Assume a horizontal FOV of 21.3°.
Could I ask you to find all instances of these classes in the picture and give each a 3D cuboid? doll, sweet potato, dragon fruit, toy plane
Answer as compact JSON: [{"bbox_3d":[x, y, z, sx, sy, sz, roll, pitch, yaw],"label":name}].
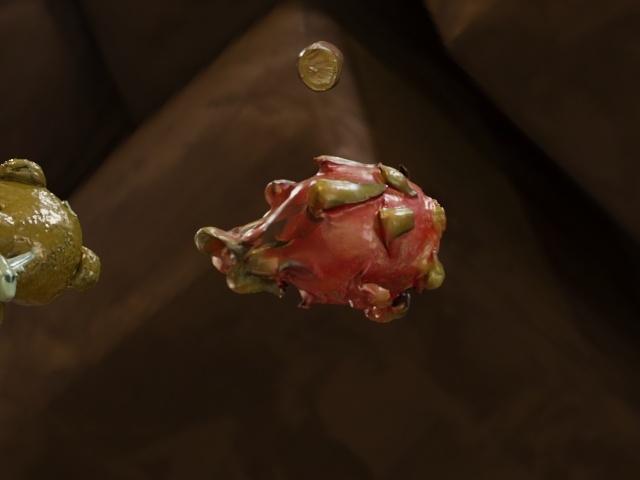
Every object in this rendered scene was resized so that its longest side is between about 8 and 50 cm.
[{"bbox_3d":[-0.282,0.025,1.298,0.209,0.137,0.097,-29,-9,-8],"label":"doll"},{"bbox_3d":[0.003,-0.171,1.668,0.049,0.049,0.117,-46,0,8],"label":"sweet potato"},{"bbox_3d":[0.000,0.000,1.405,0.150,0.208,0.133,79,-172,-75],"label":"dragon fruit"},{"bbox_3d":[-0.217,0.014,1.097,0.033,0.080,0.083,-53,48,23],"label":"toy plane"}]
